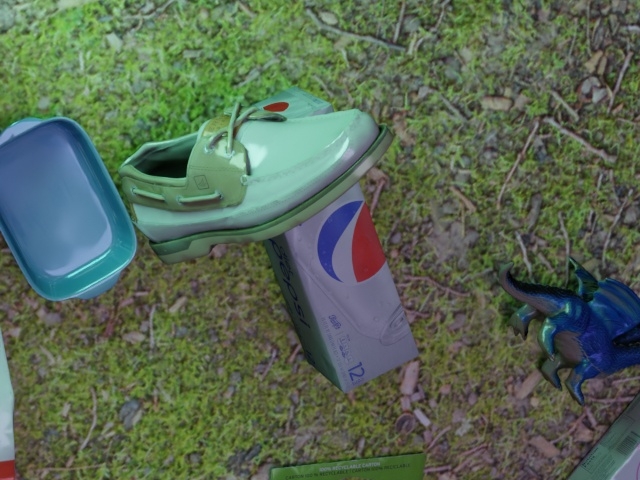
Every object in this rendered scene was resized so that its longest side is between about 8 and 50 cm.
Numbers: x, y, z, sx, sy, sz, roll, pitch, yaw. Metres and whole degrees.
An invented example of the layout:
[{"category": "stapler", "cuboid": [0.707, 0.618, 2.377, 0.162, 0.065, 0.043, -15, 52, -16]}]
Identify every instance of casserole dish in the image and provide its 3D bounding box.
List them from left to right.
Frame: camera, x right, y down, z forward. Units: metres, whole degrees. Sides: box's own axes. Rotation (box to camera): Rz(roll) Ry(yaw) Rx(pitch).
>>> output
[{"category": "casserole dish", "cuboid": [-0.248, -0.032, 1.687, 0.114, 0.037, 0.188, -30, 114, -12]}]

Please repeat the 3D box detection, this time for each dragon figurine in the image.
[{"category": "dragon figurine", "cuboid": [0.284, 0.076, 1.916, 0.144, 0.085, 0.289, -43, 121, -9]}]

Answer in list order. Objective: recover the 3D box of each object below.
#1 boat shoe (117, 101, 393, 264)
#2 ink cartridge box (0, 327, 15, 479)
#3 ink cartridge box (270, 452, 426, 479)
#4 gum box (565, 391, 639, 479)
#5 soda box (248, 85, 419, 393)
[{"category": "boat shoe", "cuboid": [-0.071, -0.063, 1.607, 0.103, 0.302, 0.113, 54, 43, -17]}, {"category": "ink cartridge box", "cuboid": [-0.366, 0.183, 1.619, 0.189, 0.066, 0.232, -6, 64, -22]}, {"category": "ink cartridge box", "cuboid": [0.037, 0.365, 1.892, 0.189, 0.097, 0.255, -3, 107, -22]}, {"category": "gum box", "cuboid": [0.364, 0.255, 2.017, 0.188, 0.062, 0.107, -49, 117, -3]}, {"category": "soda box", "cuboid": [0.000, 0.000, 1.768, 0.091, 0.098, 0.286, -26, 113, -14]}]
